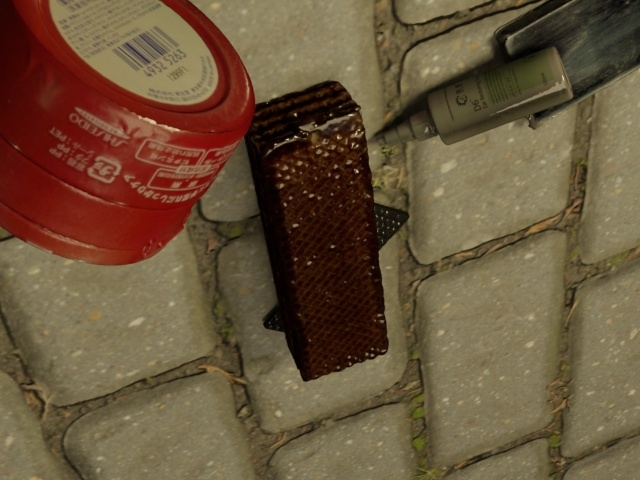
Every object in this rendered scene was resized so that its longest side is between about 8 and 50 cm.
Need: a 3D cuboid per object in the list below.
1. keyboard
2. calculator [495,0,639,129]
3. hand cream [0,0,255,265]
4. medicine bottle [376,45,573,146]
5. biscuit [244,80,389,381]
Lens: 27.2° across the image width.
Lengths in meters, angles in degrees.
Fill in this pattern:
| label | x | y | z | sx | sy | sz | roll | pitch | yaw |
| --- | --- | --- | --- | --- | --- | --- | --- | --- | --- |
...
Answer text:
| label | x | y | z | sx | sy | sz | roll | pitch | yaw |
| --- | --- | --- | --- | --- | --- | --- | --- | --- | --- |
| keyboard | 0.017 | 0.035 | 1.482 | 0.061 | 0.013 | 0.204 | 15 | 126 | -43 |
| calculator | 0.309 | -0.223 | 1.345 | 0.261 | 0.021 | 0.161 | -29 | 143 | 3 |
| hand cream | -0.173 | -0.106 | 1.024 | 0.230 | 0.230 | 0.149 | 12 | 131 | -40 |
| medicine bottle | 0.148 | -0.132 | 1.315 | 0.199 | 0.058 | 0.057 | -19 | 146 | 15 |
| biscuit | 0.000 | 0.000 | 1.367 | 0.107 | 0.073 | 0.388 | -19 | 140 | -9 |
